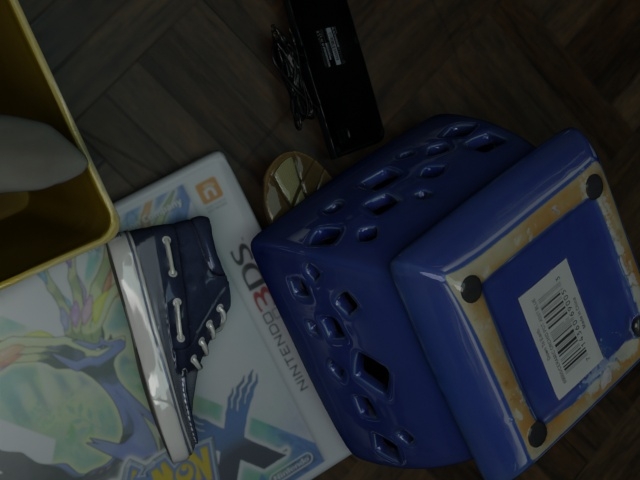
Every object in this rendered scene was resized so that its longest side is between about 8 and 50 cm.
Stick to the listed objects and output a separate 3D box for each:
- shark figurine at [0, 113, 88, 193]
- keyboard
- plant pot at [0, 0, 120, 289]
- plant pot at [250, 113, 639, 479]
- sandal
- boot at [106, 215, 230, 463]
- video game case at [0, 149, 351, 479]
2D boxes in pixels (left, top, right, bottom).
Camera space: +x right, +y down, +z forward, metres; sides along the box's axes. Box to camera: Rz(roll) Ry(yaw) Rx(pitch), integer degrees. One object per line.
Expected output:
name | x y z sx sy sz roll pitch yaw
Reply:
shark figurine | -0.276 0.004 0.509 0.166 0.116 0.278 41 77 -15
keyboard | -0.008 -0.168 0.844 0.100 0.038 0.192 -23 99 -41
plant pot | -0.289 -0.058 0.659 0.212 0.187 0.212 -26 100 -17
plant pot | 0.122 0.045 0.767 0.236 0.212 0.236 -35 112 -26
sandal | 0.000 0.000 0.841 0.072 0.049 0.180 -49 121 -19
boot | -0.106 0.077 0.754 0.086 0.069 0.190 -15 95 -16
video game case | -0.160 0.129 0.793 0.329 0.036 0.300 -29 101 -16
